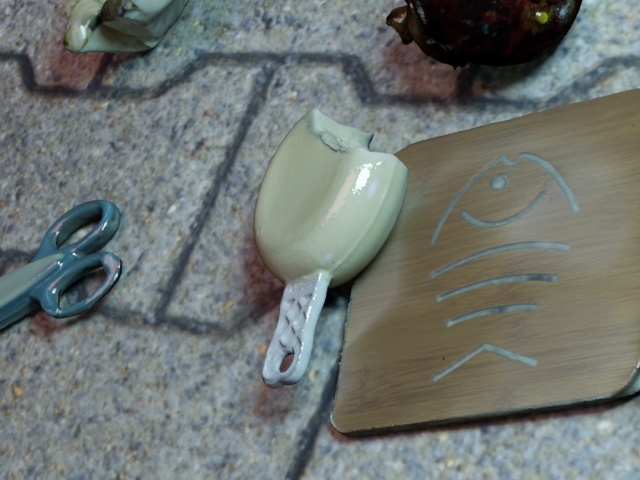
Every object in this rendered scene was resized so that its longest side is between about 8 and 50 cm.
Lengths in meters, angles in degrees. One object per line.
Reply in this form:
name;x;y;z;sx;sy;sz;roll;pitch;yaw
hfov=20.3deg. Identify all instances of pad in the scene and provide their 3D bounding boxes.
pad;0.143;0.016;1.437;0.287;0.018;0.284;-12;53;34

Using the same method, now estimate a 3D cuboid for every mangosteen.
mangosteen;0.141;-0.232;1.524;0.172;0.172;0.184;-47;22;1

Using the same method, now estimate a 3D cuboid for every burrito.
burrito;-0.168;-0.341;1.881;0.190;0.135;0.331;-24;50;38

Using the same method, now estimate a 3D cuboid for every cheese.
cheese;-0.014;0.005;1.531;0.163;0.071;0.248;12;73;57

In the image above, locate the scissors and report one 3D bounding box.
scissors;-0.315;0.060;1.775;0.289;0.041;0.138;-27;44;17
